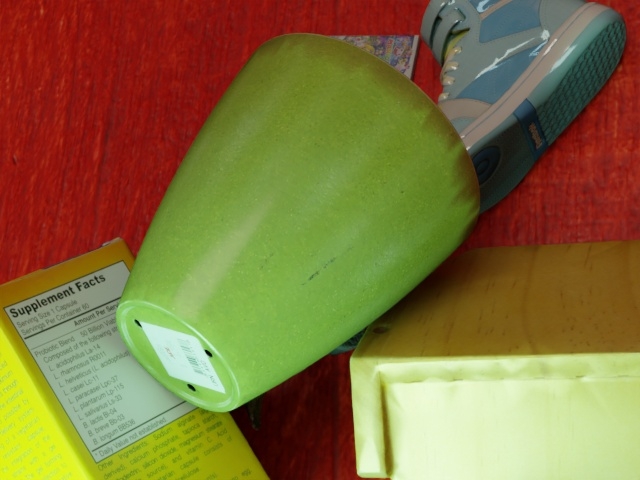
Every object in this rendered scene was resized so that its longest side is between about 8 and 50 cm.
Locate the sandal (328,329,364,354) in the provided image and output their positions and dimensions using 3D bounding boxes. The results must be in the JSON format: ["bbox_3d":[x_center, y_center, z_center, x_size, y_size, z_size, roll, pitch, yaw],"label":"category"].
[{"bbox_3d":[-0.001,0.000,1.628,0.054,0.097,0.254,-23,54,41],"label":"sandal"}]

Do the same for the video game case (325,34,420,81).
[{"bbox_3d":[0.049,-0.196,1.747,0.122,0.011,0.087,3,66,23],"label":"video game case"}]

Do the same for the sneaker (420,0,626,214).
[{"bbox_3d":[0.152,-0.164,1.627,0.319,0.127,0.208,-44,59,-14],"label":"sneaker"}]

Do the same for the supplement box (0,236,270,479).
[{"bbox_3d":[-0.208,0.211,1.417,0.195,0.194,0.356,-37,82,37],"label":"supplement box"}]

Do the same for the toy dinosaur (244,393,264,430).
[{"bbox_3d":[-0.174,0.163,1.602,0.313,0.160,0.121,3,106,36],"label":"toy dinosaur"}]

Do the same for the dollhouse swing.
[{"bbox_3d":[0.239,0.202,1.447,0.347,0.305,0.315,-4,22,20],"label":"dollhouse swing"}]

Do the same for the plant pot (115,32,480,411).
[{"bbox_3d":[-0.045,0.006,1.397,0.275,0.275,0.293,21,53,29],"label":"plant pot"}]
